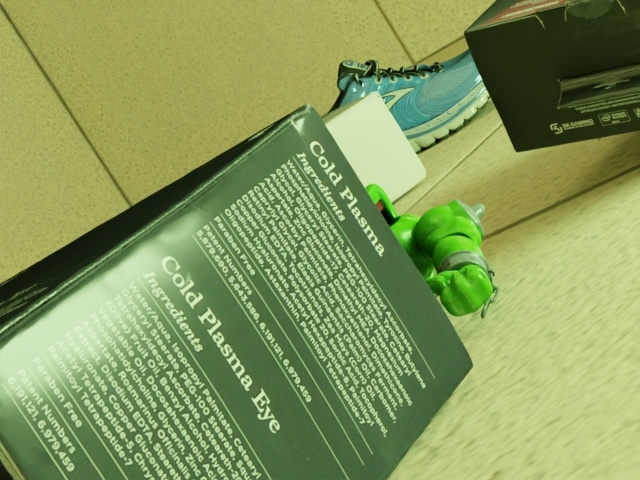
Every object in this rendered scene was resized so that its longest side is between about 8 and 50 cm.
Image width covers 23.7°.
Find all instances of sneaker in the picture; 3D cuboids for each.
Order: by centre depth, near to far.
[{"bbox_3d":[0.093,-0.180,1.934,0.330,0.147,0.130,-31,7,5],"label":"sneaker"}]

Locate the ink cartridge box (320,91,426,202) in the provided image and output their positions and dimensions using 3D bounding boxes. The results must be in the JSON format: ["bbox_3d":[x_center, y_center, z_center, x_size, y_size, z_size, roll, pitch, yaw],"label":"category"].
[{"bbox_3d":[-0.041,-0.045,1.711,0.198,0.114,0.273,-36,8,-28],"label":"ink cartridge box"}]

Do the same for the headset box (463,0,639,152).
[{"bbox_3d":[0.260,-0.179,1.123,0.218,0.110,0.293,-9,26,40],"label":"headset box"}]

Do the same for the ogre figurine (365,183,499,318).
[{"bbox_3d":[0.036,0.027,0.995,0.197,0.097,0.118,-41,11,43],"label":"ogre figurine"}]

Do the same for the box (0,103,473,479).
[{"bbox_3d":[-0.146,0.120,0.795,0.343,0.179,0.312,-27,10,36],"label":"box"}]

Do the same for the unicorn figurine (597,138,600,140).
[{"bbox_3d":[0.298,-0.158,1.253,0.162,0.060,0.111,-27,7,42],"label":"unicorn figurine"}]
